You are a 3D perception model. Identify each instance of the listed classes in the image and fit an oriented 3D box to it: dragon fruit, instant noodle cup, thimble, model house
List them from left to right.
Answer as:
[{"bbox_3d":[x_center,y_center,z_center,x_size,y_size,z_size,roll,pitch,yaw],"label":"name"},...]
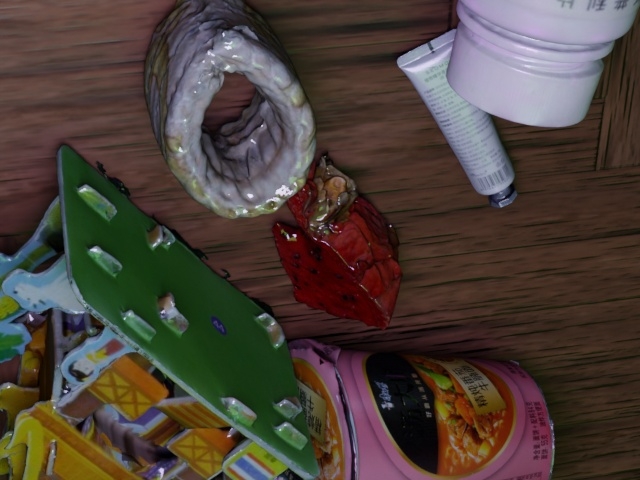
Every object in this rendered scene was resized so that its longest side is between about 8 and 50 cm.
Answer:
[{"bbox_3d":[-0.231,0.141,1.633,0.313,0.242,0.358,-38,127,13],"label":"model house"},{"bbox_3d":[-0.084,-0.126,1.548,0.137,0.143,0.190,-16,126,-5],"label":"thimble"},{"bbox_3d":[0.012,-0.014,1.716,0.092,0.122,0.192,-53,128,-29],"label":"dragon fruit"},{"bbox_3d":[0.090,0.209,1.796,0.255,0.244,0.244,-2,124,-26],"label":"instant noodle cup"}]

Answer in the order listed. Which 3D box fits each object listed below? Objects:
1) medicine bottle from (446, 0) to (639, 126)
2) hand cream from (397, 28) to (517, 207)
[{"bbox_3d":[0.205,-0.256,1.533,0.170,0.170,0.293,3,122,-18],"label":"medicine bottle"},{"bbox_3d":[0.140,-0.114,1.692,0.067,0.042,0.194,-24,122,9],"label":"hand cream"}]
